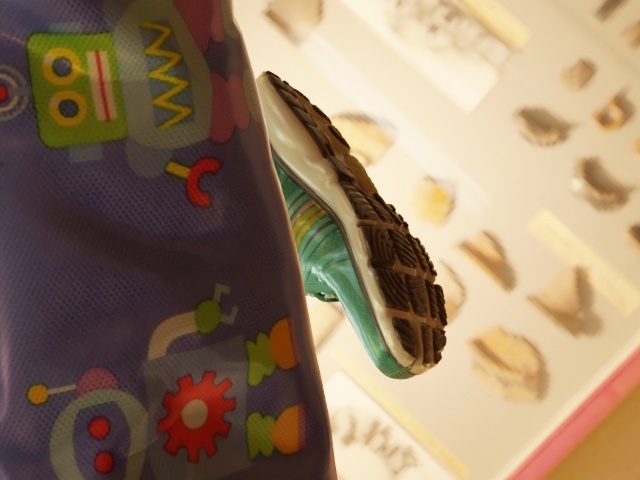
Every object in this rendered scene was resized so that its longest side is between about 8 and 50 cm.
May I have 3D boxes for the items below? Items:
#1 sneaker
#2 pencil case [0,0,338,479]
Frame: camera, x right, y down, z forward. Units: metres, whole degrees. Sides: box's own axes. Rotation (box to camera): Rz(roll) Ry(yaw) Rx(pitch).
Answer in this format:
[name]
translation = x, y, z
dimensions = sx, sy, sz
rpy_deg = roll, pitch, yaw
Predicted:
[sneaker]
translation = 0.000, 0.000, 1.095
dimensions = 0.107, 0.110, 0.275
rpy_deg = 25, -154, -53
[pencil case]
translation = -0.068, 0.035, 0.441
dimensions = 0.133, 0.119, 0.306
rpy_deg = -18, -78, -40
